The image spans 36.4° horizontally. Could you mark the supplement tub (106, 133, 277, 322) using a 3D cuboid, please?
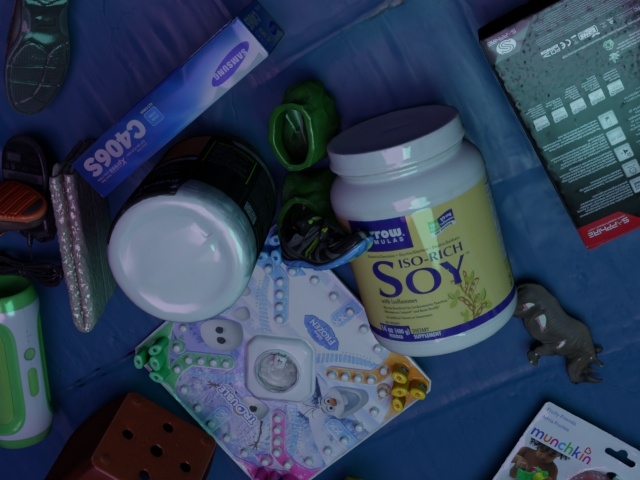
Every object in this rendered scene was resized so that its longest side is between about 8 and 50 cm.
[{"bbox_3d":[-0.179,-0.036,1.466,0.207,0.338,0.207,2,113,6],"label":"supplement tub"}]

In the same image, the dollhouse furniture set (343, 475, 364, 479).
[{"bbox_3d":[-0.010,0.562,1.830,0.303,0.286,0.198,-45,59,-4],"label":"dollhouse furniture set"}]

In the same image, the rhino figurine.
[{"bbox_3d":[0.391,0.163,1.628,0.243,0.073,0.106,42,114,-12],"label":"rhino figurine"}]

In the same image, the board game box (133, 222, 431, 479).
[{"bbox_3d":[-0.075,0.229,1.694,0.390,0.050,0.390,-41,96,19],"label":"board game box"}]

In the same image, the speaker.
[{"bbox_3d":[-0.549,0.215,1.728,0.131,0.131,0.296,2,112,6],"label":"speaker"}]

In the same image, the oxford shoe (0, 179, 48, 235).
[{"bbox_3d":[-0.542,-0.035,1.601,0.271,0.097,0.098,5,127,33],"label":"oxford shoe"}]

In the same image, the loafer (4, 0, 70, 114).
[{"bbox_3d":[-0.444,-0.332,1.528,0.096,0.084,0.267,2,121,-28],"label":"loafer"}]

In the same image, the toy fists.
[{"bbox_3d":[-0.021,-0.112,1.527,0.096,0.142,0.279,5,114,23],"label":"toy fists"}]

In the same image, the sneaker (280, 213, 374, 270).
[{"bbox_3d":[0.000,0.000,1.420,0.188,0.067,0.078,-1,108,51],"label":"sneaker"}]

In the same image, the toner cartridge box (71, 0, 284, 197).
[{"bbox_3d":[-0.216,-0.218,1.491,0.348,0.165,0.075,-37,105,19],"label":"toner cartridge box"}]

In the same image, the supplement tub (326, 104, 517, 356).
[{"bbox_3d":[0.153,-0.018,1.489,0.241,0.241,0.331,-14,110,12],"label":"supplement tub"}]

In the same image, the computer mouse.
[{"bbox_3d":[-0.510,-0.056,1.655,0.184,0.060,0.262,5,109,26],"label":"computer mouse"}]

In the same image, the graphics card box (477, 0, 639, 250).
[{"bbox_3d":[0.412,-0.195,1.418,0.233,0.094,0.371,-26,110,19],"label":"graphics card box"}]

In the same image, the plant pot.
[{"bbox_3d":[-0.328,0.427,1.687,0.267,0.267,0.235,32,125,-7],"label":"plant pot"}]

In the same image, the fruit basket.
[{"bbox_3d":[0.443,0.502,1.714,0.327,0.165,0.353,30,109,-6],"label":"fruit basket"}]

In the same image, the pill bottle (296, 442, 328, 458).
[{"bbox_3d":[-0.020,0.378,1.778,0.083,0.043,0.043,-26,107,16],"label":"pill bottle"}]

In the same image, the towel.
[{"bbox_3d":[-0.384,-0.010,1.583,0.049,0.187,0.282,-2,111,3],"label":"towel"}]
